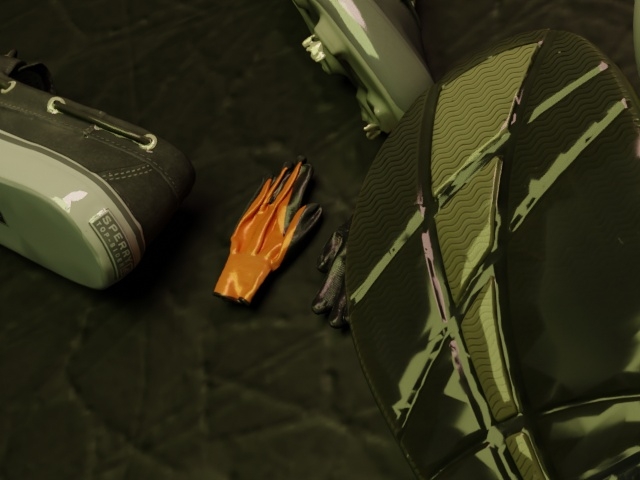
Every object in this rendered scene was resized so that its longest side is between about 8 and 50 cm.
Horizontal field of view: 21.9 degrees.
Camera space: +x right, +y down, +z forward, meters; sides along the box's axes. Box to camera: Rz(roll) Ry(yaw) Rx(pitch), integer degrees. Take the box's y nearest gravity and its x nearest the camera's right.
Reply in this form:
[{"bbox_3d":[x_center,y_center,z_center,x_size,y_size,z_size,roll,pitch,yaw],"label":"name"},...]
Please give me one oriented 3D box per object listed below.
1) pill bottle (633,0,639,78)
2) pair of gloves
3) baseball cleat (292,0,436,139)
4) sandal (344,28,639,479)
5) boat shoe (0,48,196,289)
[{"bbox_3d":[0.252,-0.009,0.447,0.188,0.188,0.334,-39,50,1],"label":"pill bottle"},{"bbox_3d":[0.000,0.000,0.688,0.083,0.010,0.074,13,66,30],"label":"pair of gloves"},{"bbox_3d":[0.022,-0.136,0.723,0.109,0.072,0.206,-31,55,-1],"label":"baseball cleat"},{"bbox_3d":[0.094,0.072,0.554,0.120,0.086,0.303,-24,69,20],"label":"sandal"},{"bbox_3d":[-0.147,-0.052,0.761,0.228,0.080,0.076,23,56,39],"label":"boat shoe"}]
